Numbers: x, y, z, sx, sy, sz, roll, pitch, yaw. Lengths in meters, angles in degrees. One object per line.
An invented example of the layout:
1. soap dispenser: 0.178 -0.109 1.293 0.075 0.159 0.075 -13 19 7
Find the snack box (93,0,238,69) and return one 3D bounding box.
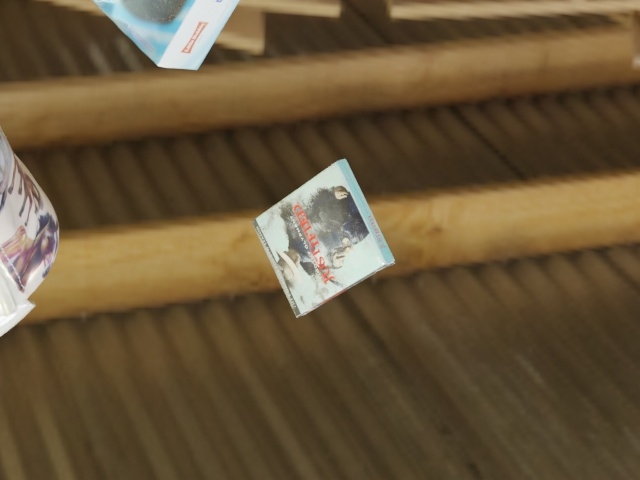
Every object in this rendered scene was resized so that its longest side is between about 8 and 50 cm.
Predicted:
1. snack box: -0.171 -0.313 1.293 0.322 0.187 0.060 45 -156 25

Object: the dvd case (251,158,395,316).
1. dvd case: 0.000 0.000 1.175 0.013 0.119 0.087 -20 -98 -40

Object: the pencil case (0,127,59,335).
1. pencil case: -0.304 -0.064 1.153 0.159 0.410 0.184 -26 -111 -10
